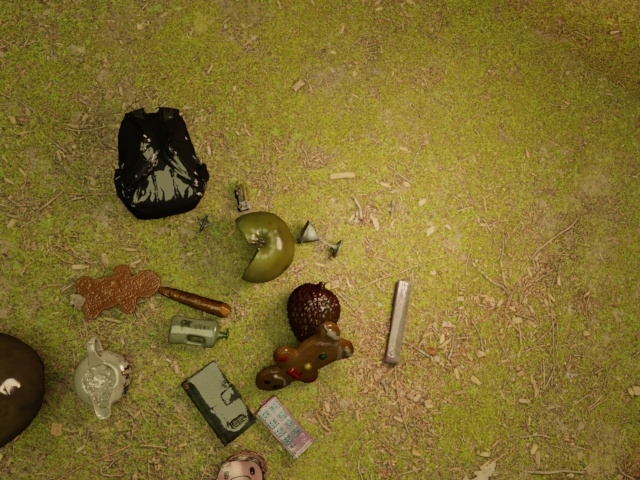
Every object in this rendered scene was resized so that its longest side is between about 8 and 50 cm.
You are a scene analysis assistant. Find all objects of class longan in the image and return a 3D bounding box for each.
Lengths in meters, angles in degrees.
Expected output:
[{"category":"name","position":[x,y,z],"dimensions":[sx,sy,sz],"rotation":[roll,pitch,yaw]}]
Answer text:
[{"category":"longan","position":[-1.172,0.524,1.547],"dimensions":[0.436,0.404,0.403],"rotation":[20,79,16]}]

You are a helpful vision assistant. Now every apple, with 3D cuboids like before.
[{"category":"apple","position":[-0.222,0.024,1.844],"dimensions":[0.234,0.258,0.294],"rotation":[-5,84,-11]}]

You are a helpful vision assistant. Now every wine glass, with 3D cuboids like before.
[{"category":"wine glass","position":[0.000,0.000,1.968],"dimensions":[0.183,0.122,0.122],"rotation":[26,79,-12]}]

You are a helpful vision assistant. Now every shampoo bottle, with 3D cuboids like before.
[{"category":"shampoo bottle","position":[-0.495,0.379,1.839],"dimensions":[0.234,0.087,0.118],"rotation":[9,79,-9]}]

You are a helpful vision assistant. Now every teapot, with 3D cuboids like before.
[{"category":"teapot","position":[-0.851,0.517,1.730],"dimensions":[0.209,0.166,0.299],"rotation":[-15,96,0]}]

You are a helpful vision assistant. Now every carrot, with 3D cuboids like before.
[{"category":"carrot","position":[-0.528,0.248,1.864],"dimensions":[0.314,0.066,0.066],"rotation":[20,80,-5]}]

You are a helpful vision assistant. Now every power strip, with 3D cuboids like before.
[{"category":"power strip","position":[-0.152,0.779,1.874],"dimensions":[0.109,0.037,0.279],"rotation":[-41,91,-13]}]

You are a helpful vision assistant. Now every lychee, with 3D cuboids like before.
[{"category":"lychee","position":[-0.032,0.299,1.858],"dimensions":[0.236,0.236,0.271],"rotation":[10,92,-9]}]

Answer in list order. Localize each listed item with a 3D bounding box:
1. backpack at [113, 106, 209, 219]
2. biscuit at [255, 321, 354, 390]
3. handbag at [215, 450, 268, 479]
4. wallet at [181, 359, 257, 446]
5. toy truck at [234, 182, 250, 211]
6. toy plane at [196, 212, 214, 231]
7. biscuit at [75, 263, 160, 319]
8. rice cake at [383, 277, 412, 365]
[{"category":"backpack","position":[-0.659,-0.324,1.823],"dimensions":[0.364,0.255,0.445],"rotation":[-14,82,-18]},{"category":"biscuit","position":[-0.072,0.507,1.819],"dimensions":[0.432,0.064,0.283],"rotation":[-31,131,7]},{"category":"handbag","position":[-0.311,0.938,1.786],"dimensions":[0.205,0.116,0.179],"rotation":[-4,82,-9]},{"category":"wallet","position":[-0.415,0.667,1.838],"dimensions":[0.169,0.044,0.317],"rotation":[-35,91,-13]},{"category":"toy truck","position":[-0.339,-0.189,1.956],"dimensions":[0.063,0.052,0.123],"rotation":[-10,83,-17]},{"category":"toy plane","position":[-0.500,-0.075,1.924],"dimensions":[0.079,0.031,0.083],"rotation":[23,79,-6]},{"category":"biscuit","position":[-0.811,0.204,1.820],"dimensions":[0.324,0.049,0.205],"rotation":[-18,81,-7]},{"category":"rice cake","position":[0.346,0.356,2.001],"dimensions":[0.070,0.064,0.398],"rotation":[11,81,-3]}]
